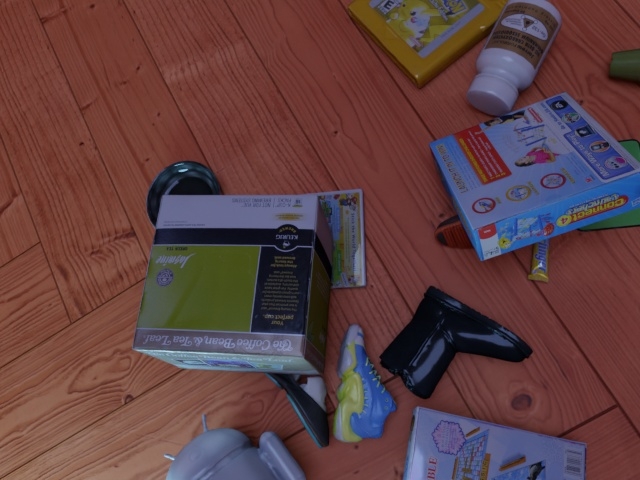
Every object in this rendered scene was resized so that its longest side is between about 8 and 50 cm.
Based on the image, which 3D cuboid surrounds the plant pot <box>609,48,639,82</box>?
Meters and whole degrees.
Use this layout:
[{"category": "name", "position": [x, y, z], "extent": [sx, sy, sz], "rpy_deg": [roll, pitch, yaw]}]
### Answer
[{"category": "plant pot", "position": [0.657, -0.371, 1.137], "extent": [0.079, 0.083, 0.083], "rpy_deg": [11, 80, 29]}]

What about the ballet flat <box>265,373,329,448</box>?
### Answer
[{"category": "ballet flat", "position": [-0.052, 0.304, 1.151], "extent": [0.096, 0.095, 0.280], "rpy_deg": [-40, 71, -10]}]

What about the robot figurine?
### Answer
[{"category": "robot figurine", "position": [-0.171, 0.526, 1.071], "extent": [0.300, 0.200, 0.353], "rpy_deg": [-41, 72, -7]}]

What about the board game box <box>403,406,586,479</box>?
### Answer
[{"category": "board game box", "position": [0.303, 0.494, 0.968], "extent": [0.318, 0.066, 0.319], "rpy_deg": [12, 67, 4]}]

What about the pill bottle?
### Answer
[{"category": "pill bottle", "position": [0.413, -0.395, 1.168], "extent": [0.131, 0.131, 0.229], "rpy_deg": [27, 85, 18]}]

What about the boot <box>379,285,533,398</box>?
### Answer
[{"category": "boot", "position": [0.264, 0.235, 1.082], "extent": [0.246, 0.094, 0.207], "rpy_deg": [31, 83, 25]}]

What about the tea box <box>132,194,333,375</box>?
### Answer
[{"category": "tea box", "position": [-0.157, 0.094, 1.095], "extent": [0.329, 0.220, 0.323], "rpy_deg": [1, 68, 11]}]

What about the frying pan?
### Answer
[{"category": "frying pan", "position": [-0.297, -0.050, 1.309], "extent": [0.197, 0.053, 0.326], "rpy_deg": [-38, 74, 3]}]

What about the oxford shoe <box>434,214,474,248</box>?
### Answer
[{"category": "oxford shoe", "position": [0.371, -0.059, 1.138], "extent": [0.271, 0.097, 0.098], "rpy_deg": [-17, 45, 17]}]

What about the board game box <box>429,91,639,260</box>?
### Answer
[{"category": "board game box", "position": [0.404, -0.136, 1.057], "extent": [0.302, 0.086, 0.308], "rpy_deg": [-20, 40, 9]}]

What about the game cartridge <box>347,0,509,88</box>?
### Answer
[{"category": "game cartridge", "position": [0.272, -0.564, 1.282], "extent": [0.323, 0.052, 0.285], "rpy_deg": [-39, 72, 4]}]

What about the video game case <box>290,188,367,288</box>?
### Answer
[{"category": "video game case", "position": [0.000, 0.000, 1.238], "extent": [0.206, 0.026, 0.227], "rpy_deg": [-4, 76, 13]}]

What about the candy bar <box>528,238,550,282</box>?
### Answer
[{"category": "candy bar", "position": [0.463, 0.006, 1.126], "extent": [0.040, 0.018, 0.161], "rpy_deg": [7, 80, 15]}]

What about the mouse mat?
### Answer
[{"category": "mouse mat", "position": [0.601, -0.116, 1.125], "extent": [0.152, 0.007, 0.190], "rpy_deg": [-6, 78, 13]}]

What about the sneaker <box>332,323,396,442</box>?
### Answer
[{"category": "sneaker", "position": [0.097, 0.300, 1.128], "extent": [0.126, 0.091, 0.240], "rpy_deg": [8, 79, -3]}]
